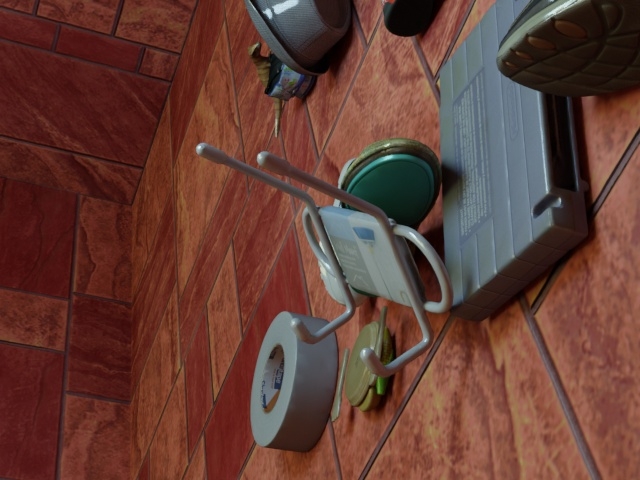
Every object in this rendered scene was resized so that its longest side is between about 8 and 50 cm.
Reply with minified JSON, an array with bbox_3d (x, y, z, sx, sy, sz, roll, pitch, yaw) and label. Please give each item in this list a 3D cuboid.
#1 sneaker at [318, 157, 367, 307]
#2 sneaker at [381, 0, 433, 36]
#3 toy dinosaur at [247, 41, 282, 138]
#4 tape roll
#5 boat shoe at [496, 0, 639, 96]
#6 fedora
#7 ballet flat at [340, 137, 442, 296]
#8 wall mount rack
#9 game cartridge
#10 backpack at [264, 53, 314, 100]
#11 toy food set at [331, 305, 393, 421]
[{"bbox_3d":[0.061,-0.019,1.630,0.095,0.090,0.235,-14,66,60],"label":"sneaker"},{"bbox_3d":[0.153,-0.436,1.609,0.270,0.090,0.145,119,153,-48],"label":"sneaker"},{"bbox_3d":[-0.096,-0.331,2.312,0.064,0.112,0.211,34,154,49],"label":"toy dinosaur"},{"bbox_3d":[-0.045,0.227,1.796,0.219,0.072,0.219,-168,90,-73],"label":"tape roll"},{"bbox_3d":[0.297,-0.245,1.029,0.355,0.132,0.130,-29,40,55],"label":"boat shoe"},{"bbox_3d":[-0.030,-0.432,2.026,0.124,0.243,0.275,-31,39,26],"label":"fedora"},{"bbox_3d":[0.084,-0.054,1.443,0.348,0.123,0.123,98,174,-58],"label":"ballet flat"},{"bbox_3d":[0.000,0.000,1.337,0.350,0.130,0.304,15,132,63],"label":"wall mount rack"},{"bbox_3d":[0.211,-0.109,1.275,0.230,0.068,0.355,123,153,-56],"label":"game cartridge"},{"bbox_3d":[-0.054,-0.334,2.174,0.114,0.084,0.105,135,143,-67],"label":"backpack"},{"bbox_3d":[0.068,0.178,1.560,0.192,0.038,0.132,125,159,-61],"label":"toy food set"}]
